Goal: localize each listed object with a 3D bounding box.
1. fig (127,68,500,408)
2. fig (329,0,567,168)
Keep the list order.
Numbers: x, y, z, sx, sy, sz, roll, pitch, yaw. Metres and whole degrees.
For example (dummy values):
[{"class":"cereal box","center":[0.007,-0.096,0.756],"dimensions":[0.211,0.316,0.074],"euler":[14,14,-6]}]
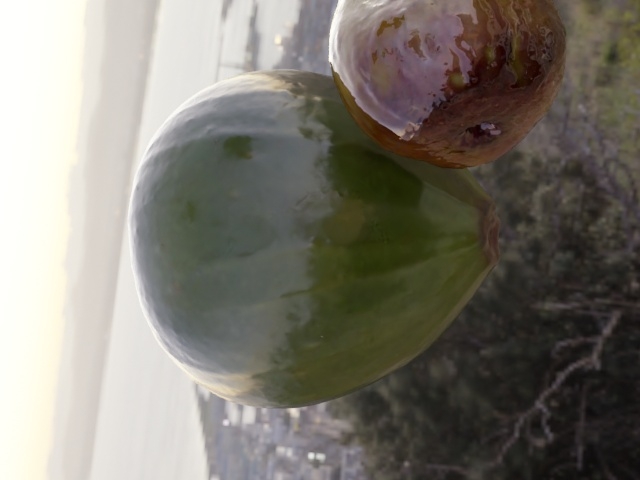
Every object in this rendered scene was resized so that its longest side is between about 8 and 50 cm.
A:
[{"class":"fig","center":[0.000,0.000,0.997],"dimensions":[0.316,0.316,0.316],"euler":[-173,90,-78]},{"class":"fig","center":[0.067,-0.164,0.844],"dimensions":[0.257,0.159,0.159],"euler":[61,147,38]}]
